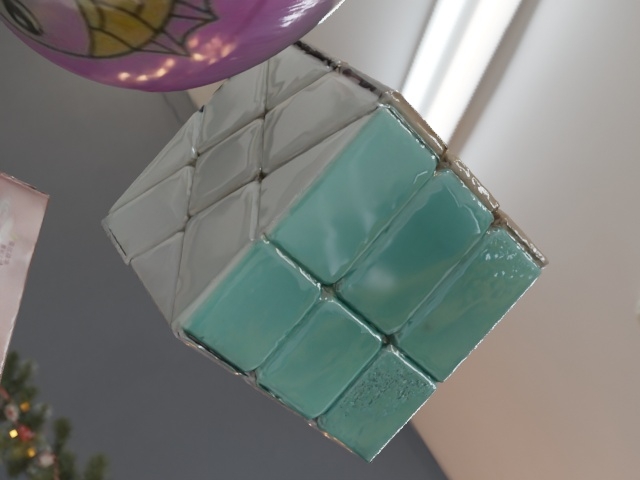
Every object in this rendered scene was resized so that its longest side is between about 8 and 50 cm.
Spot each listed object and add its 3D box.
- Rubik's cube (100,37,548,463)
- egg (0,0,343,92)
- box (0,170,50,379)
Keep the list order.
[{"bbox_3d":[0.000,0.000,0.817,0.224,0.231,0.221,42,1,-35],"label":"Rubik's cube"},{"bbox_3d":[-0.055,-0.176,0.434,0.196,0.196,0.271,59,-43,10],"label":"egg"},{"bbox_3d":[-0.250,0.019,0.656,0.060,0.156,0.111,-3,-23,43],"label":"box"}]
